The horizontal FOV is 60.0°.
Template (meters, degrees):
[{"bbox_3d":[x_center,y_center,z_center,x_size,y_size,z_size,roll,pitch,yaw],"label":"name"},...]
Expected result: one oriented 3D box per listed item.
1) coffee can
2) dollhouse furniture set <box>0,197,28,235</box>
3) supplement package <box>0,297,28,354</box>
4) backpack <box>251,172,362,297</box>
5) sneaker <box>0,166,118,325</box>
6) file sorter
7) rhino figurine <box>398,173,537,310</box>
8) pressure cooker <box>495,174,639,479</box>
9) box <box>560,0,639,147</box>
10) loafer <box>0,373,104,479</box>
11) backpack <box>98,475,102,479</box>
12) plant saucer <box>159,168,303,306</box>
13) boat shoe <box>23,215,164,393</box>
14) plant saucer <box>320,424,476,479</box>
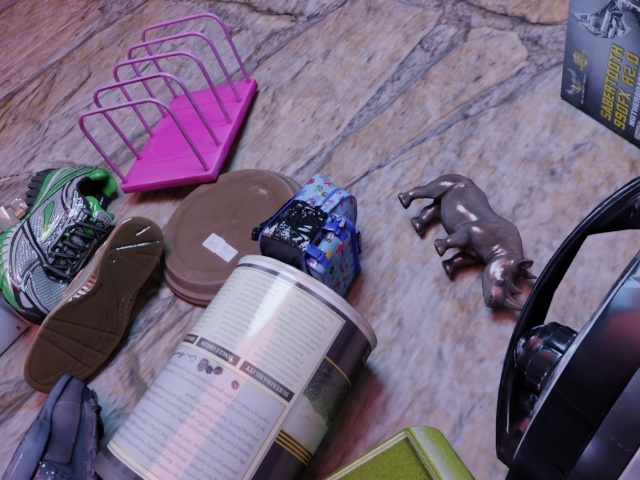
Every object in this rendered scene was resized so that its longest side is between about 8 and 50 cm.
[{"bbox_3d":[-0.087,0.183,0.634,0.202,0.201,0.275,19,64,32],"label":"coffee can"},{"bbox_3d":[-0.590,0.006,1.078,0.144,0.123,0.151,-50,19,-18],"label":"dollhouse furniture set"},{"bbox_3d":[-0.647,0.115,0.948,0.244,0.134,0.139,25,67,34],"label":"supplement package"},{"bbox_3d":[0.000,0.000,0.778,0.117,0.158,0.173,20,52,23],"label":"backpack"},{"bbox_3d":[-0.453,-0.012,0.970,0.146,0.134,0.343,-11,52,11],"label":"sneaker"},{"bbox_3d":[-0.277,-0.262,1.031,0.202,0.182,0.290,-5,47,22],"label":"file sorter"},{"bbox_3d":[0.207,-0.001,0.744,0.106,0.073,0.243,-30,51,2],"label":"rhino figurine"},{"bbox_3d":[0.336,0.143,0.389,0.370,0.375,0.420,-47,53,-12],"label":"pressure cooker"},{"bbox_3d":[0.417,-0.255,0.749,0.056,0.231,0.183,-30,50,-6],"label":"box"},{"bbox_3d":[-0.315,0.252,0.686,0.109,0.095,0.302,-64,16,-5],"label":"loafer"},{"bbox_3d":[-0.251,0.335,0.659,0.105,0.084,0.114,-32,43,-1],"label":"backpack"},{"bbox_3d":[-0.146,-0.019,0.917,0.278,0.041,0.277,-10,53,13],"label":"plant saucer"},{"bbox_3d":[-0.354,0.098,0.880,0.302,0.109,0.098,-62,21,-13],"label":"boat shoe"},{"bbox_3d":[0.064,0.268,0.550,0.188,0.045,0.188,-31,15,-3],"label":"plant saucer"}]
